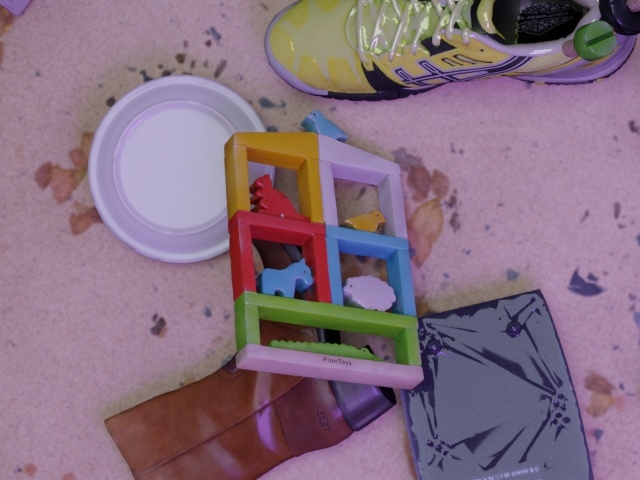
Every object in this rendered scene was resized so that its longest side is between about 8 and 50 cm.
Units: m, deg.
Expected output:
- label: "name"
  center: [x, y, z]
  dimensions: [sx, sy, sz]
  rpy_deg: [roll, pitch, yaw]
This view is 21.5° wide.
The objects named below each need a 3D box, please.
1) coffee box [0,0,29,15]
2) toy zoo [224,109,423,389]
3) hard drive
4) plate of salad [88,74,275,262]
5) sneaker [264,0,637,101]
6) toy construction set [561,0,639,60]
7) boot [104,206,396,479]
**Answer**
- label: "coffee box"
  center: [-0.399, -0.505, 1.768]
  dimensions: [0.338, 0.337, 0.334]
  rpy_deg: [37, 89, 16]
- label: "toy zoo"
  center: [0.000, 0.000, 1.681]
  dimensions: [0.192, 0.030, 0.293]
  rpy_deg: [9, 59, -25]
- label: "hard drive"
  center: [0.176, 0.190, 1.687]
  dimensions: [0.172, 0.054, 0.254]
  rpy_deg: [-14, 78, 8]
- label: "plate of salad"
  center: [-0.147, -0.075, 1.792]
  dimensions: [0.200, 0.048, 0.200]
  rpy_deg: [0, 88, 4]
- label: "sneaker"
  center: [0.126, -0.229, 1.721]
  dimensions: [0.385, 0.147, 0.145]
  rpy_deg: [-5, 81, 11]
- label: "toy construction set"
  center: [0.443, -0.190, 1.556]
  dimensions: [0.309, 0.237, 0.257]
  rpy_deg: [40, 72, -13]
- label: "boot"
  center: [-0.097, 0.130, 1.750]
  dimensions: [0.280, 0.096, 0.264]
  rpy_deg: [-30, 84, 12]
